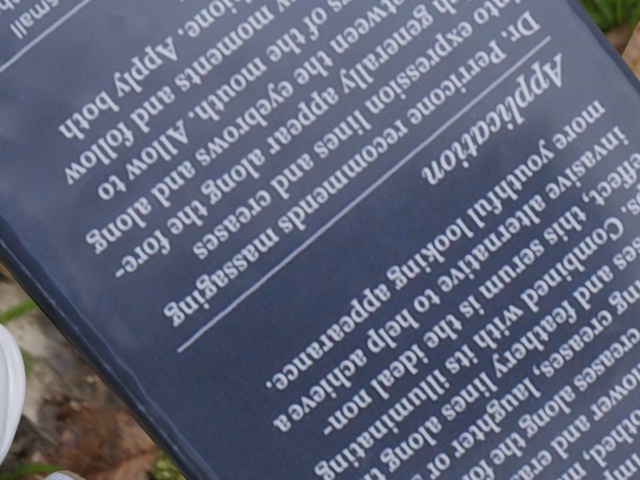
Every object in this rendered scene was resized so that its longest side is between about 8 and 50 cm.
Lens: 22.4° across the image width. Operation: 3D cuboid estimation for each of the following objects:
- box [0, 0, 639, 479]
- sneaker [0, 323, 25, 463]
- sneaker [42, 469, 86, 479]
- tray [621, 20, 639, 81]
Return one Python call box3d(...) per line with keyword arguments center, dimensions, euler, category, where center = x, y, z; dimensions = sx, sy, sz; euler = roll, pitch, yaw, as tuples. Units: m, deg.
box3d(center=(0.000, 0.000, 0.673), dimensions=(0.212, 0.293, 0.395), euler=(-40, 99, -8), category="box")
box3d(center=(-0.320, 0.049, 1.234), dimensions=(0.114, 0.152, 0.305), euler=(-30, 64, 25), category="sneaker")
box3d(center=(-0.165, 0.278, 1.052), dimensions=(0.153, 0.099, 0.282), euler=(-28, 49, -17), category="sneaker")
box3d(center=(0.361, -0.105, 1.365), dimensions=(0.202, 0.411, 0.076), euler=(27, 98, 11), category="tray")
